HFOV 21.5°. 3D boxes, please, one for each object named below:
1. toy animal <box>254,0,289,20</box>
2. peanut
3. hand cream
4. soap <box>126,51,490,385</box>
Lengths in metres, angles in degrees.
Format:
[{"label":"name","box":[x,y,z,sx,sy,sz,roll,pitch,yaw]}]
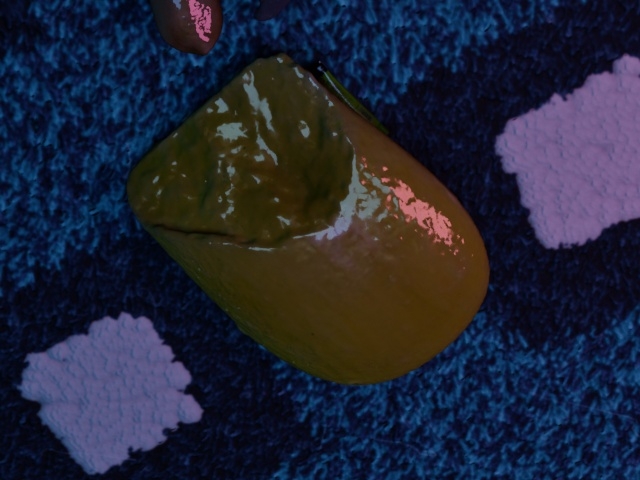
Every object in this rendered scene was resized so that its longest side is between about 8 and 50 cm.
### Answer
[{"label":"toy animal","box":[-0.012,-0.411,1.783,0.206,0.081,0.367,-5,118,15]},{"label":"peanut","box":[-0.154,-0.276,1.862,0.076,0.076,0.152,-14,112,7]},{"label":"hand cream","box":[0.029,-0.159,1.951,0.122,0.023,0.036,41,125,-18]},{"label":"soap","box":[0.000,0.001,1.984,0.427,0.115,0.306,41,107,-19]}]
